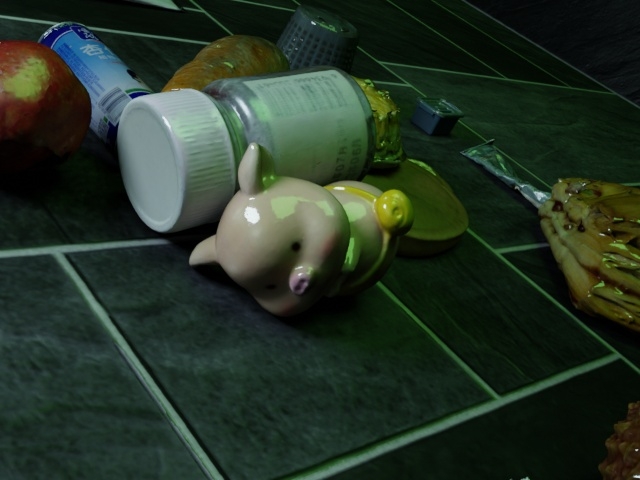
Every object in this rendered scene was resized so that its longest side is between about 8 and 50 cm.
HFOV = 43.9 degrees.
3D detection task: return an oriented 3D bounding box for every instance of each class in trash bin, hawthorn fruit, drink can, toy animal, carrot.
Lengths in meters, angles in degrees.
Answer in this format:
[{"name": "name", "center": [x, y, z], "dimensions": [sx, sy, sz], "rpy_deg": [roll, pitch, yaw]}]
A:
[{"name": "trash bin", "center": [-0.011, -0.321, 1.409], "dimensions": [0.176, 0.161, 0.175], "rpy_deg": [21, 27, -12]}, {"name": "hawthorn fruit", "center": [-0.326, -0.131, 0.836], "dimensions": [0.148, 0.148, 0.172], "rpy_deg": [24, 36, -3]}, {"name": "drink can", "center": [-0.276, -0.187, 1.022], "dimensions": [0.097, 0.097, 0.235], "rpy_deg": [-7, 40, -46]}, {"name": "toy animal", "center": [0.001, -0.003, 0.864], "dimensions": [0.248, 0.165, 0.149], "rpy_deg": [6, 27, -44]}, {"name": "carrot", "center": [-0.139, -0.224, 1.164], "dimensions": [0.139, 0.138, 0.302], "rpy_deg": [26, 27, 2]}]

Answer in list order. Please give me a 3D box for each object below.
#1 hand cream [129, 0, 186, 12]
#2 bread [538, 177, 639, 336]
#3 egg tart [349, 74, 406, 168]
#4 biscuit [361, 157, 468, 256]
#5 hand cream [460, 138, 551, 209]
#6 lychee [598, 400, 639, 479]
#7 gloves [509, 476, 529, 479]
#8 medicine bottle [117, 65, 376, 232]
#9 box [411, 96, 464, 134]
[{"name": "hand cream", "center": [-0.406, -0.490, 1.496], "dimensions": [0.121, 0.076, 0.336], "rpy_deg": [45, 27, 25]}, {"name": "bread", "center": [0.504, 0.015, 1.232], "dimensions": [0.278, 0.167, 0.324], "rpy_deg": [23, 28, -5]}, {"name": "egg tart", "center": [0.041, -0.186, 1.175], "dimensions": [0.213, 0.090, 0.212], "rpy_deg": [20, 31, -12]}, {"name": "biscuit", "center": [0.055, -0.092, 1.171], "dimensions": [0.351, 0.057, 0.312], "rpy_deg": [29, 26, 8]}, {"name": "hand cream", "center": [0.371, -0.118, 1.481], "dimensions": [0.075, 0.052, 0.248], "rpy_deg": [1, 35, -40]}, {"name": "lychee", "center": [0.393, 0.213, 0.690], "dimensions": [0.272, 0.271, 0.271], "rpy_deg": [20, 28, -11]}, {"name": "gloves", "center": [0.155, 0.253, 0.628], "dimensions": [0.114, 0.070, 0.153], "rpy_deg": [34, 30, 16]}, {"name": "medicine bottle", "center": [-0.082, -0.111, 0.931], "dimensions": [0.273, 0.165, 0.165], "rpy_deg": [-17, 48, -35]}, {"name": "box", "center": [0.232, -0.248, 1.593], "dimensions": [0.074, 0.054, 0.099], "rpy_deg": [39, 30, 29]}]
